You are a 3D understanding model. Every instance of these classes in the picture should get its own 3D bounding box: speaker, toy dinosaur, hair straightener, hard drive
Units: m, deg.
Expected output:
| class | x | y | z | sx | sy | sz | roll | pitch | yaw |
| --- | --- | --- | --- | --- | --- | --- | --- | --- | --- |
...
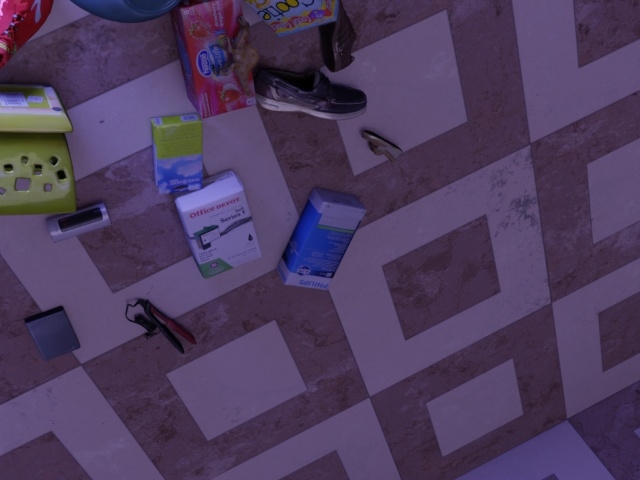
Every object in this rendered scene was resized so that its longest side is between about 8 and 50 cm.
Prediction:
| class | x | y | z | sx | sy | sz | roll | pitch | yaw |
| --- | --- | --- | --- | --- | --- | --- | --- | --- | --- |
| speaker | -0.545 | -0.040 | 1.962 | 0.136 | 0.055 | 0.055 | -18 | 131 | -12 |
| toy dinosaur | -0.167 | -0.352 | 1.746 | 0.093 | 0.053 | 0.183 | -16 | 129 | -20 |
| hair straightener | -0.421 | 0.227 | 2.230 | 0.089 | 0.047 | 0.230 | -40 | 132 | 6 |
| hard drive | -0.655 | 0.229 | 2.132 | 0.094 | 0.022 | 0.135 | -20 | 131 | -12 |

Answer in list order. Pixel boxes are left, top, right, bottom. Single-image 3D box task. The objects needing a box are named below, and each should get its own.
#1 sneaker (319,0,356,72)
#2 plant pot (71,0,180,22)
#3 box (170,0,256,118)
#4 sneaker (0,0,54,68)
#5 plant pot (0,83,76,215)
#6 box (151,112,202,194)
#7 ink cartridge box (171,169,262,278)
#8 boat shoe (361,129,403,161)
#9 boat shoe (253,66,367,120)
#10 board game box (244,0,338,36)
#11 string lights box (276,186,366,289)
| class | x | y | z | sx | sy | sz | roll | pitch | yaw |
| --- | --- | --- | --- | --- | --- | --- | --- | --- | --- |
| sneaker | 0.041 | -0.468 | 1.933 | 0.071 | 0.066 | 0.188 | -29 | 140 | -27 |
| plant pot | -0.339 | -0.511 | 1.578 | 0.290 | 0.195 | 0.290 | -22 | 139 | -21 |
| box | -0.224 | -0.398 | 1.802 | 0.128 | 0.122 | 0.257 | -18 | 131 | -14 |
| sneaker | -0.593 | -0.377 | 1.630 | 0.279 | 0.118 | 0.107 | -48 | 131 | 1 |
| plant pot | -0.603 | -0.187 | 1.714 | 0.227 | 0.228 | 0.207 | -2 | 119 | -24 |
| box | -0.321 | -0.194 | 1.963 | 0.109 | 0.042 | 0.178 | -9 | 128 | -19 |
| ink cartridge box | -0.245 | -0.038 | 2.085 | 0.160 | 0.092 | 0.219 | -22 | 132 | -11 |
| boat shoe | 0.148 | -0.232 | 2.162 | 0.135 | 0.050 | 0.045 | 24 | 106 | -37 |
| boat shoe | -0.018 | -0.338 | 1.967 | 0.285 | 0.103 | 0.092 | 3 | 128 | -21 |
| board game box | -0.089 | -0.541 | 1.682 | 0.142 | 0.144 | 0.275 | -8 | 154 | 30 |
| string lights box | 0.000 | 0.000 | 2.247 | 0.133 | 0.077 | 0.259 | 10 | 119 | -31 |
